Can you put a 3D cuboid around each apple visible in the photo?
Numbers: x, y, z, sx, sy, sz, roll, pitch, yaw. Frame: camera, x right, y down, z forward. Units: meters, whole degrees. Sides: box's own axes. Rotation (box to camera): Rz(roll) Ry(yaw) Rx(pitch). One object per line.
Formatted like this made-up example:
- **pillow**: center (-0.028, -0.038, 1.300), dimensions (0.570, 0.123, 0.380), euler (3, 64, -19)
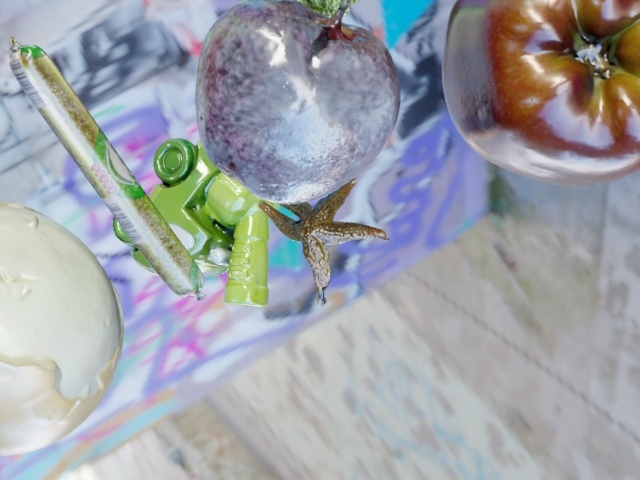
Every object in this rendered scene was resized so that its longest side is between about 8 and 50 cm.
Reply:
- **apple**: center (0.280, -0.195, 1.557), dimensions (0.288, 0.288, 0.317), euler (60, -179, -6)

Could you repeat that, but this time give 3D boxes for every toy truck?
- **toy truck**: center (-0.129, -0.027, 1.749), dimensions (0.210, 0.187, 0.148), euler (20, -179, 32)

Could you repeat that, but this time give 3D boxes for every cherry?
- **cherry**: center (-0.027, -0.129, 1.302), dimensions (0.195, 0.195, 0.195), euler (50, 160, 25)

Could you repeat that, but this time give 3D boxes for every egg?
- **egg**: center (-0.269, 0.082, 1.193), dimensions (0.201, 0.201, 0.244), euler (53, 148, 16)

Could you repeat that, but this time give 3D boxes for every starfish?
- **starfish**: center (0.001, -0.001, 1.414), dimensions (0.041, 0.133, 0.130), euler (59, -151, -73)

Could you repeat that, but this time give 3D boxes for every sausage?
- **sausage**: center (-0.164, -0.050, 1.109), dimensions (0.269, 0.033, 0.033), euler (57, 165, -27)

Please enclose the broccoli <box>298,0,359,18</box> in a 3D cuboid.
- **broccoli**: center (-0.017, -0.447, 2.178), dimensions (0.273, 0.180, 0.242), euler (78, -174, -77)
